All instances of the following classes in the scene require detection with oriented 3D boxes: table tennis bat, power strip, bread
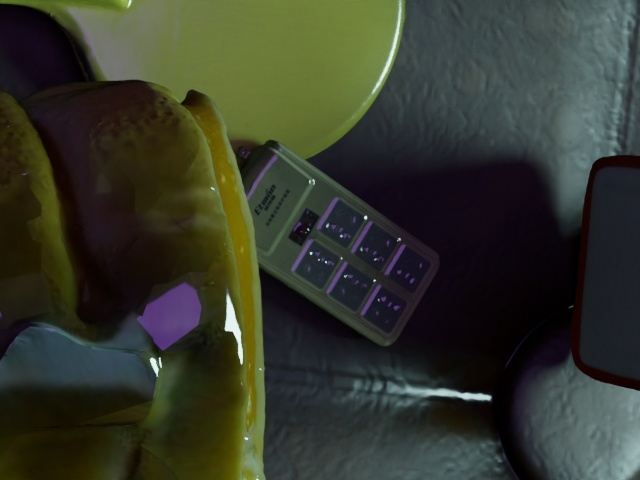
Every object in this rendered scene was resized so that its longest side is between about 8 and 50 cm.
[{"bbox_3d":[-0.111,-0.159,1.005,0.369,0.054,0.224,2,94,-26],"label":"table tennis bat"},{"bbox_3d":[0.000,0.000,1.045,0.169,0.028,0.076,33,84,-25],"label":"power strip"},{"bbox_3d":[-0.194,0.056,0.876,0.341,0.210,0.300,1,89,-18],"label":"bread"}]

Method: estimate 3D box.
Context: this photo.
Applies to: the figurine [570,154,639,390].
[{"bbox_3d":[0.325,0.031,1.123,0.226,0.183,0.160,4,94,-33],"label":"figurine"}]
